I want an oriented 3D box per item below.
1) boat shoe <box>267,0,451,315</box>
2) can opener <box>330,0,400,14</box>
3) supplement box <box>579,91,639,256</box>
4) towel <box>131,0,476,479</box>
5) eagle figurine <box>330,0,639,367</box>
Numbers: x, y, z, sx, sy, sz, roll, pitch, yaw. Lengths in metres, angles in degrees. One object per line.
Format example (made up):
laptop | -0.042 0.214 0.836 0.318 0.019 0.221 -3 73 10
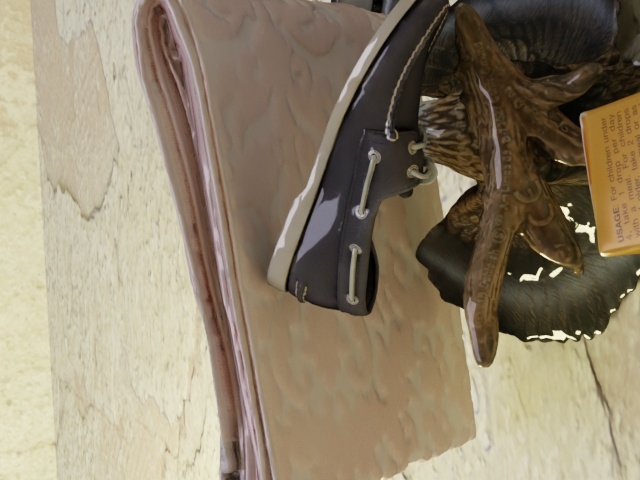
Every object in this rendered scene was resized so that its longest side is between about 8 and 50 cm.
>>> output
boat shoe | 0.036 -0.047 1.049 0.206 0.065 0.075 -66 -10 30
can opener | 0.060 -0.217 1.407 0.059 0.073 0.186 -111 32 -56
supplement box | 0.223 -0.052 0.842 0.233 0.078 0.080 -22 73 47
towel | 0.000 0.000 1.226 0.332 0.053 0.317 -6 -94 -66
eagle figurine | 0.117 -0.061 1.162 0.226 0.225 0.298 -52 -8 5
